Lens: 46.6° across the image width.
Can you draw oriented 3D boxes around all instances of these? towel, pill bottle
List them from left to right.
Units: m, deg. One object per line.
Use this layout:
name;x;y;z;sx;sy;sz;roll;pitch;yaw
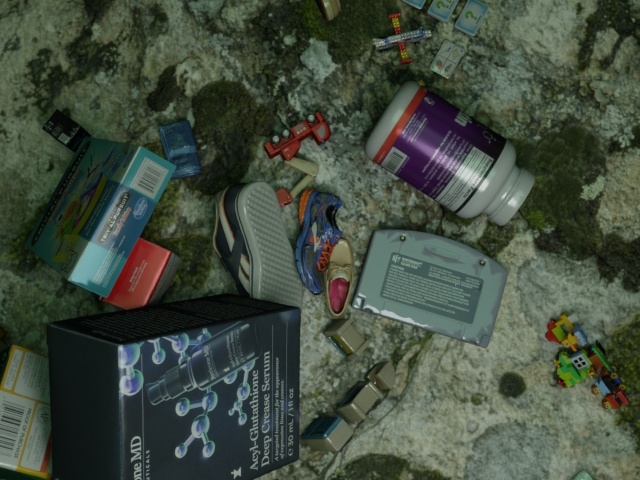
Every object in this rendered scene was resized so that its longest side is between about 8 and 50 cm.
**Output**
towel;-0.290;-0.189;1.542;0.067;0.029;0.119;-13;85;-5
pill bottle;0.261;-0.167;1.497;0.323;0.181;0.181;32;83;0

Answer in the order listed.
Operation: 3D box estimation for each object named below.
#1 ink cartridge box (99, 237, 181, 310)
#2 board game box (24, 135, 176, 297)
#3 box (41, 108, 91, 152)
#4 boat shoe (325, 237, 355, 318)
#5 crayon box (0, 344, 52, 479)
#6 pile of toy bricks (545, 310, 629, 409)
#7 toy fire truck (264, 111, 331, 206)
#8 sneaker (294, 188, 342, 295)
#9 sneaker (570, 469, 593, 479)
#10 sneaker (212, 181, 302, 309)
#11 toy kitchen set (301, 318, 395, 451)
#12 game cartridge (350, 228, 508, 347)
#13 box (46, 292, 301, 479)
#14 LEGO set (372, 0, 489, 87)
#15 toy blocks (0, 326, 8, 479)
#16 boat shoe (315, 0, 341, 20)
ink cartridge box;-0.337;0.071;1.411;0.078;0.231;0.134;24;84;-2
board game box;-0.418;-0.058;1.374;0.079;0.336;0.254;31;82;-34
box;-0.512;-0.219;1.503;0.062;0.083;0.052;35;85;1
boat shoe;0.041;0.076;1.520;0.063;0.059;0.170;2;84;-3
crayon box;-0.442;0.339;1.327;0.323;0.083;0.203;29;49;-33
pile of toy bricks;0.530;0.262;1.520;0.105;0.118;0.212;-34;97;26
toy fire truck;-0.048;-0.166;1.545;0.192;0.047;0.135;-32;87;-7
sneaker;0.000;0.000;1.494;0.087;0.083;0.221;-2;78;18
sneaker;0.463;0.516;1.484;0.256;0.094;0.151;18;89;-11
sneaker;-0.128;0.037;1.490;0.126;0.127;0.321;-23;108;-43
toy kitchen set;0.021;0.286;1.482;0.166;0.122;0.207;48;62;-4
game cartridge;0.228;0.088;1.535;0.294;0.060;0.196;17;87;-2
box;-0.238;0.268;1.281;0.212;0.395;0.293;6;99;41
LEGO set;0.229;-0.445;1.586;0.182;0.060;0.244;29;84;3
toy blocks;-0.672;0.323;1.403;0.381;0.191;0.261;44;94;-8
boat shoe;0.014;-0.605;1.563;0.089;0.104;0.285;-10;84;-2
